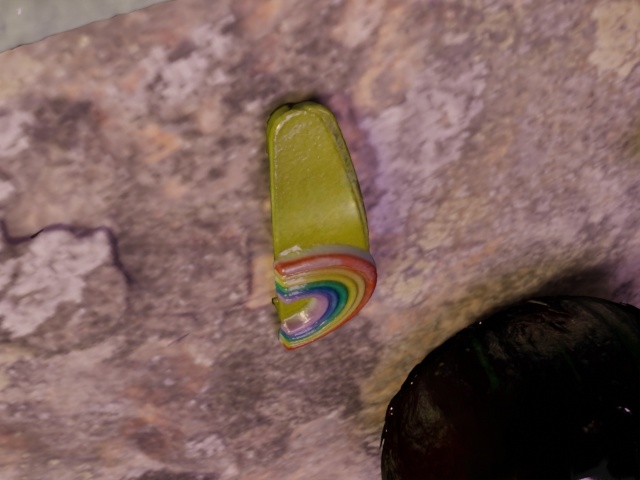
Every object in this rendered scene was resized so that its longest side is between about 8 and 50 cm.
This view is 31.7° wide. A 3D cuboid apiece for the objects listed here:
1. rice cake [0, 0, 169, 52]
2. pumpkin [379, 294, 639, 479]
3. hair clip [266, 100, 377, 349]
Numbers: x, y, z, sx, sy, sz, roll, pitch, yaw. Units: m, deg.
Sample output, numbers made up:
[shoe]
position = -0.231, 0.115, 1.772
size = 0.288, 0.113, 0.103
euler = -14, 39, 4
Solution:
[rice cake]
position = -0.087, -0.109, 0.373
size = 0.206, 0.069, 0.063
euler = -18, 145, -11
[pumpkin]
position = 0.153, 0.140, 0.754
size = 0.233, 0.163, 0.233
euler = -20, 145, -14
[hair clip]
position = 0.000, 0.000, 0.590
size = 0.060, 0.033, 0.188
euler = -21, 144, -12
